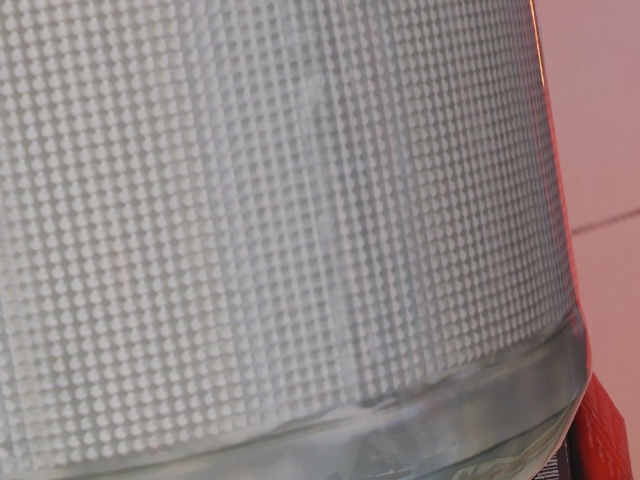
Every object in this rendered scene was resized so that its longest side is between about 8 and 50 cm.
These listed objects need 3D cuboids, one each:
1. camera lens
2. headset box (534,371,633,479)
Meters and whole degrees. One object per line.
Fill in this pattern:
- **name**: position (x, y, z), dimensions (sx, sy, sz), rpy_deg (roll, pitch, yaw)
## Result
- **camera lens**: position (-0.060, -0.055, 0.417), dimensions (0.219, 0.219, 0.274), rpy_deg (-11, 97, -15)
- **headset box**: position (0.172, 0.236, 1.408), dimensions (0.131, 0.246, 0.283), rpy_deg (-14, 58, 18)
